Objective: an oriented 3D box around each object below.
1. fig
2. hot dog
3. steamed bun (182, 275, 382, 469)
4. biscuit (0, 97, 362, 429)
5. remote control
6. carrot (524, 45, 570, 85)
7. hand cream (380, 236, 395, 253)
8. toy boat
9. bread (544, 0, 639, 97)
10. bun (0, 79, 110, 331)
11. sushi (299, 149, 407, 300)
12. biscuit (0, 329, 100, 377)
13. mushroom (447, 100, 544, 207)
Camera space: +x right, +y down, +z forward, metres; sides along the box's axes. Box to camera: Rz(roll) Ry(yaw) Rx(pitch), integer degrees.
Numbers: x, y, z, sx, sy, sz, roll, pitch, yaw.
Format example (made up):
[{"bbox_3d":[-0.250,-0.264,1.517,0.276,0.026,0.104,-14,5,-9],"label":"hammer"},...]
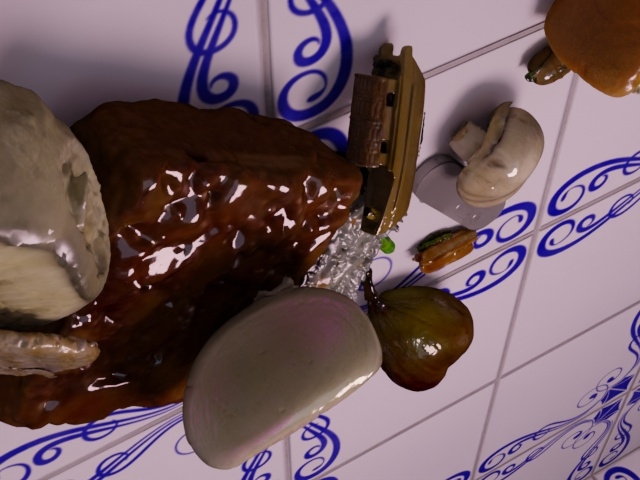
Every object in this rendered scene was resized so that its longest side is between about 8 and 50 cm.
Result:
[{"bbox_3d":[0.133,0.126,1.707,0.170,0.145,0.274,-45,131,2],"label":"fig"},{"bbox_3d":[0.193,0.010,1.692,0.133,0.041,0.056,-23,147,-34],"label":"hot dog"},{"bbox_3d":[-0.056,0.137,1.205,0.238,0.153,0.170,-31,175,-1],"label":"steamed bun"},{"bbox_3d":[-0.177,0.024,1.219,0.342,0.166,0.395,-3,136,-50],"label":"biscuit"},{"bbox_3d":[0.206,-0.068,1.612,0.077,0.022,0.245,-47,148,13],"label":"remote control"},{"bbox_3d":[0.380,-0.290,1.477,0.254,0.049,0.049,-38,149,-7],"label":"carrot"},{"bbox_3d":[0.075,-0.011,1.556,0.036,0.023,0.122,-31,149,13],"label":"hand cream"},{"bbox_3d":[0.071,-0.119,1.284,0.088,0.068,0.226,2,100,-31],"label":"toy boat"},{"bbox_3d":[0.404,-0.299,1.357,0.245,0.174,0.121,-47,143,17],"label":"bread"},{"bbox_3d":[-0.351,-0.040,0.914,0.364,0.202,0.364,-4,162,-1],"label":"bun"},{"bbox_3d":[0.000,0.000,1.404,0.136,0.126,0.225,6,128,-47],"label":"sushi"},{"bbox_3d":[-0.311,0.105,0.999,0.219,0.033,0.220,-2,167,0],"label":"biscuit"},{"bbox_3d":[0.236,-0.118,1.495,0.154,0.122,0.154,-61,179,-1],"label":"mushroom"}]
